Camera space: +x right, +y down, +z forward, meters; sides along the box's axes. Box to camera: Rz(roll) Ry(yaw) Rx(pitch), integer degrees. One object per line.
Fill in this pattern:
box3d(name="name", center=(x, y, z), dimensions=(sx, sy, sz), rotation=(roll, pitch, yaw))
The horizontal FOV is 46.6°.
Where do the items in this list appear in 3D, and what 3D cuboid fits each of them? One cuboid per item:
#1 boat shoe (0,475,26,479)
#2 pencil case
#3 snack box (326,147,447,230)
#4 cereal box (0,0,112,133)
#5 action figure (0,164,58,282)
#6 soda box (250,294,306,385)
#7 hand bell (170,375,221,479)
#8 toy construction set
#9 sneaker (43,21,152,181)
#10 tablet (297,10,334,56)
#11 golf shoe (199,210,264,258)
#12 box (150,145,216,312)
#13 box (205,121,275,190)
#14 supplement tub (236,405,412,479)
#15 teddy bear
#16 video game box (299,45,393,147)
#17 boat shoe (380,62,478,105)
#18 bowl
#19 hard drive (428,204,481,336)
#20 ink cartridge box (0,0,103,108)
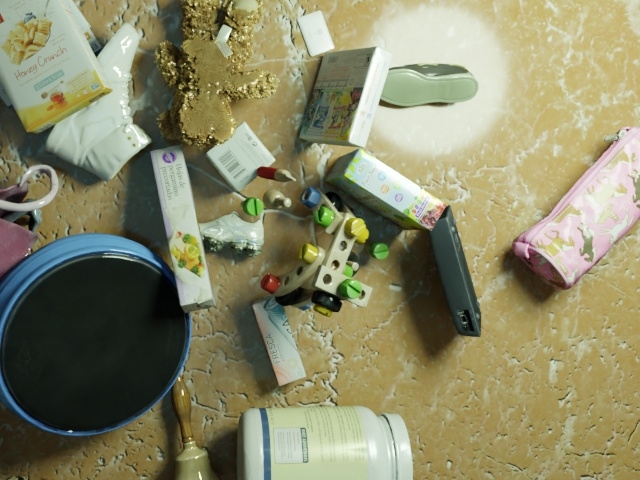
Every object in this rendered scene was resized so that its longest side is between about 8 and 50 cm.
box3d(name="boat shoe", center=(-0.615, 0.517, 1.444), dimensions=(0.341, 0.121, 0.110), rotation=(28, 88, -8))
box3d(name="pencil case", center=(0.588, -0.069, 1.594), dimensions=(0.167, 0.160, 0.386), rotation=(42, 87, 15))
box3d(name="snack box", center=(0.128, -0.098, 1.503), dimensions=(0.207, 0.174, 0.070), rotation=(33, 85, -9))
box3d(name="cereal box", center=(-0.513, -0.341, 1.362), dimensions=(0.173, 0.047, 0.240), rotation=(-28, 91, 8))
box3d(name="action figure", center=(-0.685, -0.027, 1.303), dimensions=(0.370, 0.248, 0.275), rotation=(21, 118, -33))
box3d(name="soda box", center=(-0.088, 0.205, 1.545), dimensions=(0.063, 0.058, 0.183), rotation=(-19, 97, -8))
box3d(name="hand bell", center=(-0.271, 0.397, 1.520), dimensions=(0.126, 0.126, 0.241), rotation=(-9, 83, -9))
box3d(name="toy construction set", center=(0.000, 0.000, 1.405), dimensions=(0.257, 0.237, 0.308), rotation=(-42, 114, -15))
box3d(name="sneaker", center=(-0.388, -0.259, 1.446), dimensions=(0.169, 0.108, 0.292), rotation=(31, 98, -12))
box3d(name="tablet", center=(-0.009, -0.430, 1.543), dimensions=(0.054, 0.006, 0.083), rotation=(-22, 98, -8))
box3d(name="golf shoe", center=(-0.201, -0.021, 1.520), dimensions=(0.176, 0.069, 0.086), rotation=(13, 66, -10))
box3d(name="box", center=(-0.266, -0.024, 1.436), dimensions=(0.063, 0.067, 0.323), rotation=(-13, 72, -7))
box3d(name="box", center=(-0.162, -0.166, 1.493), dimensions=(0.102, 0.087, 0.101), rotation=(-40, 99, -7))
box3d(name="supplement tub", center=(0.001, 0.451, 1.486), dimensions=(0.325, 0.235, 0.235), rotation=(1, 94, -9))
box3d(name="teddy bear", center=(-0.210, -0.340, 1.462), dimensions=(0.245, 0.113, 0.337), rotation=(-8, 82, -8))
box3d(name="video game box", center=(0.046, -0.280, 1.462), dimensions=(0.048, 0.205, 0.187), rotation=(19, 90, -30))
box3d(name="boat shoe", center=(0.212, -0.331, 1.559), dimensions=(0.228, 0.068, 0.081), rotation=(1, 129, -8))
box3d(name="bowl", center=(-0.424, 0.183, 1.399), dimensions=(0.391, 0.077, 0.390), rotation=(-9, 108, -31))
box3d(name="hard drive", center=(0.280, 0.063, 1.548), dimensions=(0.054, 0.172, 0.254), rotation=(-15, 99, 15))
box3d(name="ink cartridge box", center=(-0.569, -0.402, 1.429), dimensions=(0.223, 0.045, 0.224), rotation=(-33, 99, -5))
